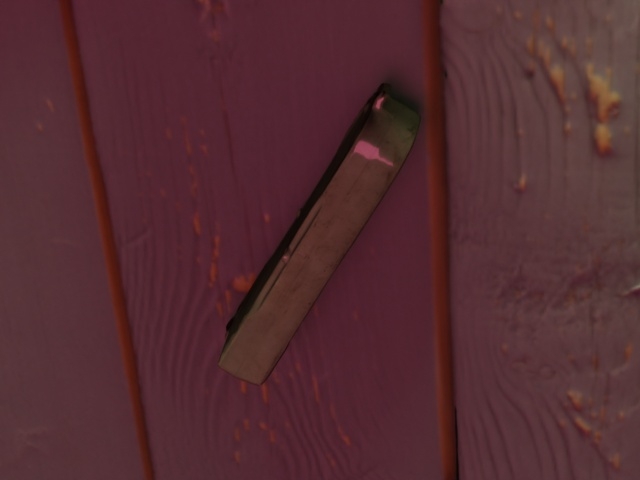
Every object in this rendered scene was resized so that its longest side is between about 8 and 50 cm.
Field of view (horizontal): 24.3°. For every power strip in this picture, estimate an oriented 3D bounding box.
[{"bbox_3d":[-0.002,-0.002,1.137,0.048,0.080,0.286,26,123,-7],"label":"power strip"}]
